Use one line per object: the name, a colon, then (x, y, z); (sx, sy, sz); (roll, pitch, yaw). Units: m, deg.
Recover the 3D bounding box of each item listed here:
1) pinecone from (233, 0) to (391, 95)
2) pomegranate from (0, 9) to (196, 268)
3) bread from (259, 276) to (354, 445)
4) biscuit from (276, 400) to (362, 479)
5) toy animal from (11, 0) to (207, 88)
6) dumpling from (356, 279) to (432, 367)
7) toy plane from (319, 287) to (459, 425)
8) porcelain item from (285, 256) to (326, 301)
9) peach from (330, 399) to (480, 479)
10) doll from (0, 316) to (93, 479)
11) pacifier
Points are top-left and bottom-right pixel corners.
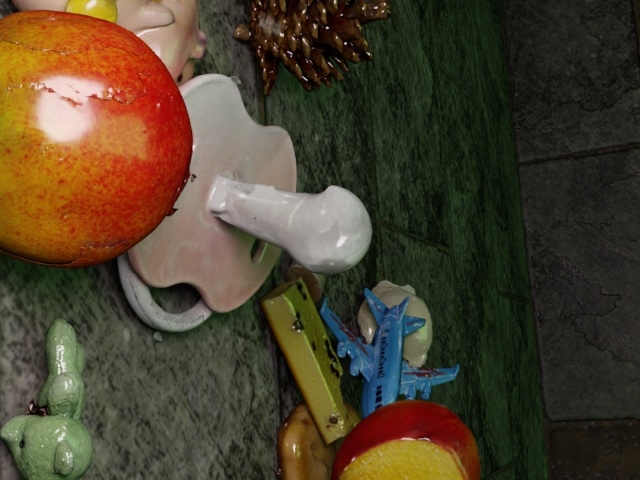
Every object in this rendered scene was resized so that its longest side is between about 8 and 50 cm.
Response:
pinecone: (-0.009, -0.302, 1.217); (0.169, 0.212, 0.186); (-62, 149, -52)
pomegranate: (-0.220, -0.081, 0.694); (0.235, 0.210, 0.210); (0, 81, -23)
bread: (-0.011, 0.168, 1.213); (0.226, 0.049, 0.088); (66, 22, -6)
biscuit: (0.015, 0.309, 1.290); (0.299, 0.045, 0.154); (5, 77, -66)
toy animal: (-0.207, -0.224, 0.828); (0.248, 0.149, 0.165); (64, 37, -50)
dumpling: (0.127, 0.152, 1.512); (0.118, 0.136, 0.199); (118, -15, -47)
toy plane: (0.100, 0.195, 1.358); (0.254, 0.105, 0.271); (28, 47, -10)
porcelain item: (0.000, 0.000, 1.339); (0.213, 0.054, 0.084); (-70, 146, -49)
peach: (0.115, 0.310, 1.157); (0.192, 0.190, 0.190); (-23, 105, -45)
doll: (-0.235, 0.147, 0.753); (0.115, 0.077, 0.150); (113, -22, -52)
pacifier: (-0.090, -0.037, 0.944); (0.332, 0.273, 0.220); (37, 35, -64)
